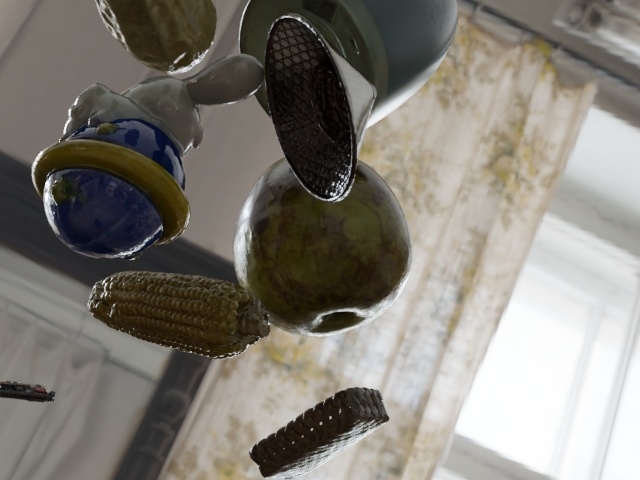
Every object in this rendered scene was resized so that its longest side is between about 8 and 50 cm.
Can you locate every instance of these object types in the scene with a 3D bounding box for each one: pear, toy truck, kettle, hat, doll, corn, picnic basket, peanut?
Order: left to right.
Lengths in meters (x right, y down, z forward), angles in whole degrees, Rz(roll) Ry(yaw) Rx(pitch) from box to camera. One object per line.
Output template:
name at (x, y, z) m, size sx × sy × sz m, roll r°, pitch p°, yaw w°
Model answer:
toy truck at (-0.425, 0.220, 1.767) m, size 0.083 × 0.024 × 0.032 m, roll 11°, pitch 12°, yaw -27°
doll at (-0.233, -0.090, 1.316) m, size 0.159 × 0.243 × 0.311 m, roll 29°, pitch -25°, yaw -33°
peanut at (-0.242, -0.356, 1.600) m, size 0.152 × 0.152 × 0.313 m, roll 4°, pitch -37°, yaw 29°
corn at (-0.172, 0.085, 1.479) m, size 0.261 × 0.097 × 0.097 m, roll 9°, pitch -33°, yaw 32°
pear at (0.000, 0.000, 1.769) m, size 0.283 × 0.283 × 0.283 m, roll 17°, pitch -32°, yaw 11°
picnic basket at (0.000, 0.268, 1.672) m, size 0.193 × 0.055 × 0.110 m, roll -35°, pitch -26°, yaw 25°
hat at (0.019, -0.139, 1.227) m, size 0.193 × 0.082 × 0.193 m, roll 46°, pitch -36°, yaw 48°
kettle at (0.089, -0.340, 1.810) m, size 0.247 × 0.342 × 0.319 m, roll 40°, pitch -45°, yaw 18°
